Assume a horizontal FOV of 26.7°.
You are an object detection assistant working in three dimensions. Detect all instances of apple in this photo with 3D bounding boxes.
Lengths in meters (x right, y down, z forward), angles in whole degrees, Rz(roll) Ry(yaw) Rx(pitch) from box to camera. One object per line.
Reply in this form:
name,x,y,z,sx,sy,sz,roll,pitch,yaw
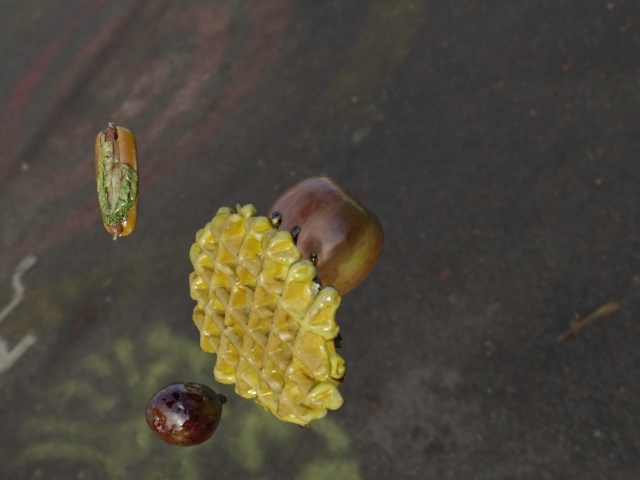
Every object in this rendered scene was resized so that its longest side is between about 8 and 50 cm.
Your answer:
apple,0.000,0.000,2.128,0.174,0.188,0.188,-48,34,-8

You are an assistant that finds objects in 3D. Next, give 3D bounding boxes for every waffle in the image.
waffle,-0.079,0.099,1.718,0.062,0.329,0.329,-20,21,-34

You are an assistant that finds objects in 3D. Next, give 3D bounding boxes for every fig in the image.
fig,-0.205,0.270,2.164,0.103,0.109,0.155,-32,-3,36

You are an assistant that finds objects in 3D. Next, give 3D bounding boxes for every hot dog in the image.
hot dog,-0.224,-0.065,1.481,0.056,0.041,0.133,-7,83,24
